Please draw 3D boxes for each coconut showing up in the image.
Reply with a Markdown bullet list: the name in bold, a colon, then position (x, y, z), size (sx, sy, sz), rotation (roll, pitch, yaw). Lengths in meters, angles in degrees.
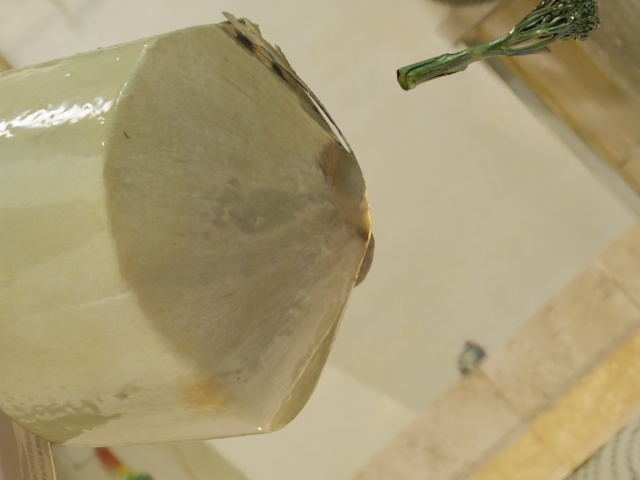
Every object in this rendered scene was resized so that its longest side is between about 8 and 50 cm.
- **coconut**: position (-0.112, -0.004, 1.055), size (0.323, 0.323, 0.323), rotation (49, -179, -1)

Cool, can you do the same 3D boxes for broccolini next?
- **broccolini**: position (0.115, -0.131, 0.978), size (0.030, 0.140, 0.035), rotation (-116, 9, -59)

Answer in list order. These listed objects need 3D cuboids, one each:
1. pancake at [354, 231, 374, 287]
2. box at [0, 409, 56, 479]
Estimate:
- **pancake**: position (0.001, -0.001, 1.412), size (0.115, 0.115, 0.011), rotation (49, -142, 0)
- **box**: position (-0.300, 0.181, 1.189), size (0.065, 0.200, 0.343), rotation (26, -148, -42)
